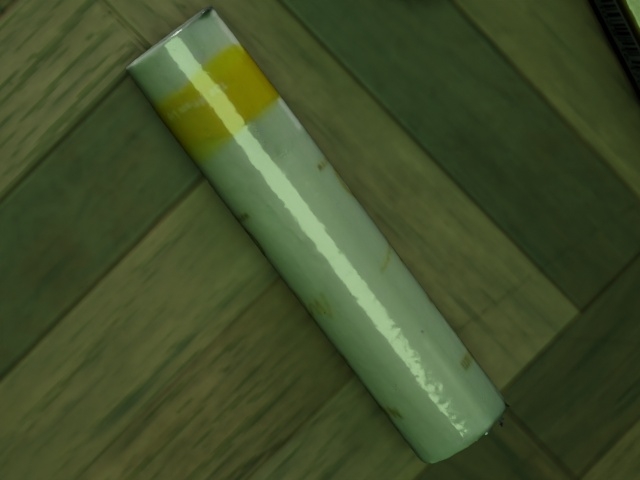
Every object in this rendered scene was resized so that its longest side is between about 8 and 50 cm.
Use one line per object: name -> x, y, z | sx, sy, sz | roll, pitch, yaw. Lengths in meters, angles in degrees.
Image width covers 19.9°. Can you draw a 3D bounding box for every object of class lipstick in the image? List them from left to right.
lipstick -> 0.000, 0.000, 0.951 | 0.059, 0.059, 0.264 | -37, 99, -3

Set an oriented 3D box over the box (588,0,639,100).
box -> 0.246, -0.105, 0.968 | 0.159, 0.071, 0.240 | -31, 99, -6
